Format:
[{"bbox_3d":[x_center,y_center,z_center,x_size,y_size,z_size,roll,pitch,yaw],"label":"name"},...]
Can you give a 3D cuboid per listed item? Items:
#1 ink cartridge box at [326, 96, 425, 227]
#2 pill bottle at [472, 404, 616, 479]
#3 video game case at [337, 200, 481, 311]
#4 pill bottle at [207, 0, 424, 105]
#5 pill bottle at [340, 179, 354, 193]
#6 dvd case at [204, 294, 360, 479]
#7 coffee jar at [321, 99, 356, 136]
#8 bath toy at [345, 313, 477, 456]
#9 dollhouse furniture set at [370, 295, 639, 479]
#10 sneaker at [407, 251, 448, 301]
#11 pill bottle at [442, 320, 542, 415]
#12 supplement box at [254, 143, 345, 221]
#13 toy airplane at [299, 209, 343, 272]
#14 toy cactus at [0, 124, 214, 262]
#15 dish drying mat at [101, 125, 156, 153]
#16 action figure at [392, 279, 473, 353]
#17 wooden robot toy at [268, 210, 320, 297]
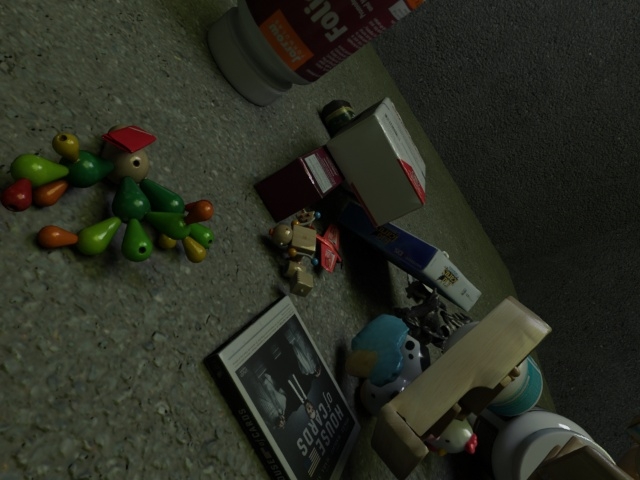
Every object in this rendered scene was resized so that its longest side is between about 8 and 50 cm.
[{"bbox_3d":[0.133,-0.179,0.897,0.196,0.114,0.272,58,25,-15],"label":"ink cartridge box"},{"bbox_3d":[0.460,0.465,0.891,0.363,0.211,0.210,53,18,-73],"label":"pill bottle"},{"bbox_3d":[0.197,0.035,0.942,0.244,0.061,0.270,34,1,-43],"label":"video game case"},{"bbox_3d":[-0.011,-0.442,0.789,0.224,0.393,0.223,41,34,-36],"label":"pill bottle"},{"bbox_3d":[0.130,-0.153,1.111,0.169,0.094,0.094,18,51,-55],"label":"pill bottle"},{"bbox_3d":[-0.036,0.212,0.560,0.238,0.030,0.179,61,27,-3],"label":"dvd case"},{"bbox_3d":[0.076,-0.301,1.168,0.184,0.079,0.096,64,26,3],"label":"coffee jar"},{"bbox_3d":[0.179,0.292,0.756,0.348,0.151,0.129,51,-8,-31],"label":"bath toy"},{"bbox_3d":[0.290,0.303,0.500,0.394,0.257,0.362,45,-24,30],"label":"dollhouse furniture set"},{"bbox_3d":[0.325,0.095,1.240,0.090,0.095,0.235,59,28,-12],"label":"sneaker"},{"bbox_3d":[0.357,0.269,0.844,0.264,0.146,0.146,39,35,-44],"label":"pill bottle"},{"bbox_3d":[-0.027,-0.115,0.788,0.080,0.104,0.188,60,27,-9],"label":"supplement box"},{"bbox_3d":[0.000,0.000,0.816,0.151,0.028,0.151,43,31,-35],"label":"toy airplane"},{"bbox_3d":[-0.204,-0.061,0.446,0.219,0.112,0.180,14,43,-44],"label":"toy cactus"},{"bbox_3d":[-0.200,-0.109,0.443,0.032,0.008,0.083,30,15,-15],"label":"dish drying mat"},{"bbox_3d":[0.219,0.181,0.890,0.276,0.163,0.141,28,-2,-39],"label":"action figure"},{"bbox_3d":[-0.052,0.009,0.685,0.079,0.076,0.173,20,52,-23],"label":"wooden robot toy"}]
